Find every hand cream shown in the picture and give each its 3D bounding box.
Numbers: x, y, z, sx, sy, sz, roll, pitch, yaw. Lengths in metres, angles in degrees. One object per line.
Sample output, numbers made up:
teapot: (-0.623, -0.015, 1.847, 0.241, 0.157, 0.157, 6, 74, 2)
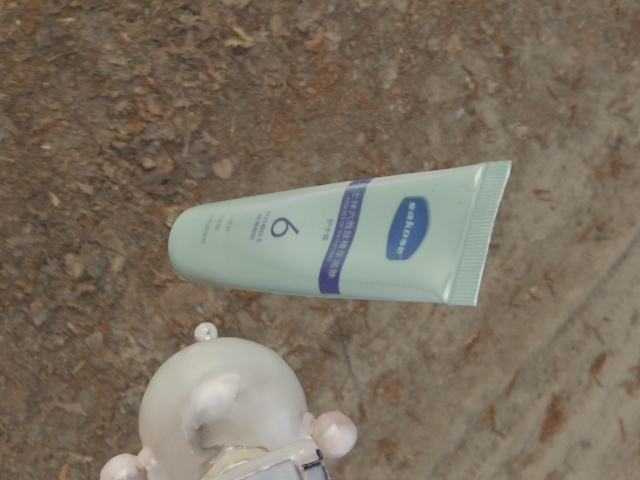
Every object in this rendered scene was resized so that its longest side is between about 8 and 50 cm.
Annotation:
hand cream: (0.000, 0.000, 0.700, 0.067, 0.321, 0.109, 38, 62, -41)

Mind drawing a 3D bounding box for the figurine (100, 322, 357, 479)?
figurine: (-0.076, 0.158, 0.681, 0.182, 0.256, 0.144, -37, 119, -2)
